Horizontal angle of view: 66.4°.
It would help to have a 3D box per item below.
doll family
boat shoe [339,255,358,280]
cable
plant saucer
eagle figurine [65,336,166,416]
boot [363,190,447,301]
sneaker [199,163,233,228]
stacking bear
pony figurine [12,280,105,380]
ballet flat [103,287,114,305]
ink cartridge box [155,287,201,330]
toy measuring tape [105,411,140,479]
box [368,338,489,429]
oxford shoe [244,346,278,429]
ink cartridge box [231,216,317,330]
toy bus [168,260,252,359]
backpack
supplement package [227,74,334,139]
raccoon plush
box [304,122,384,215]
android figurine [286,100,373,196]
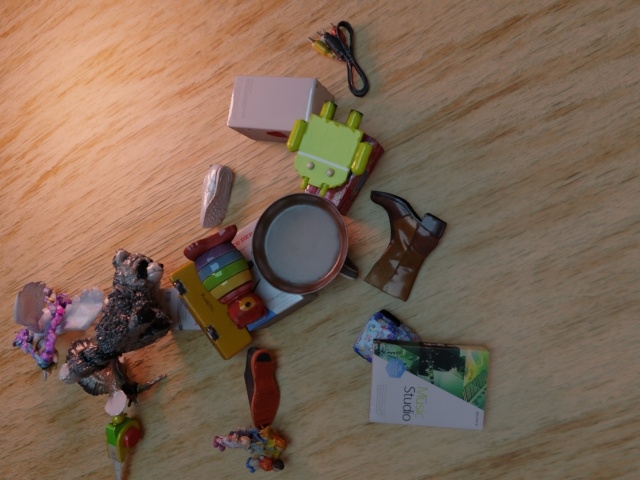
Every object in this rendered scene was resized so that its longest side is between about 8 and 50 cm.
[{"bbox_3d":[-0.202,0.639,1.555,0.163,0.263,0.118,-18,39,31],"label":"doll family"},{"bbox_3d":[0.000,0.000,1.567,0.335,0.112,0.096,37,103,23],"label":"boat shoe"},{"bbox_3d":[0.088,-0.611,1.632,0.139,0.072,0.287,-35,86,-3],"label":"cable"},{"bbox_3d":[-0.061,0.010,1.493,0.310,0.050,0.311,-2,83,16],"label":"plant saucer"},{"bbox_3d":[-0.752,0.456,1.759,0.225,0.226,0.298,-5,126,56],"label":"eagle figurine"},{"bbox_3d":[0.215,0.010,1.515,0.264,0.096,0.281,31,104,13],"label":"boot"},{"bbox_3d":[-0.387,-0.158,1.753,0.094,0.090,0.235,16,87,34],"label":"sneaker"},{"bbox_3d":[-0.276,0.126,1.500,0.175,0.164,0.289,-28,84,-27],"label":"stacking bear"},{"bbox_3d":[-1.033,0.305,1.861,0.363,0.302,0.351,19,92,48],"label":"pony figurine"},{"bbox_3d":[-0.805,0.259,1.877,0.070,0.070,0.189,10,89,21],"label":"ballet flat"},{"bbox_3d":[-0.482,0.243,1.742,0.208,0.087,0.153,-3,83,21],"label":"ink cartridge box"},{"bbox_3d":[-0.717,0.761,1.799,0.121,0.121,0.330,10,111,21],"label":"toy measuring tape"},{"bbox_3d":[0.301,0.404,1.377,0.321,0.058,0.233,2,97,3],"label":"box"},{"bbox_3d":[-0.203,0.488,1.629,0.098,0.096,0.272,4,95,55],"label":"oxford shoe"},{"bbox_3d":[-0.187,0.108,1.618,0.223,0.129,0.308,-32,75,16],"label":"ink cartridge box"},{"bbox_3d":[-0.362,0.227,1.604,0.108,0.130,0.333,-36,92,-23],"label":"toy bus"},{"bbox_3d":[0.204,0.312,1.459,0.173,0.117,0.158,36,99,17],"label":"backpack"},{"bbox_3d":[-0.129,-0.427,1.617,0.292,0.177,0.176,9,89,22],"label":"supplement package"},{"bbox_3d":[-0.705,0.224,1.616,0.446,0.216,0.299,-27,68,-15],"label":"raccoon plush"},{"bbox_3d":[0.078,-0.219,1.545,0.122,0.128,0.257,33,97,18],"label":"box"},{"bbox_3d":[0.023,-0.268,1.454,0.248,0.056,0.273,23,92,6],"label":"android figurine"}]
